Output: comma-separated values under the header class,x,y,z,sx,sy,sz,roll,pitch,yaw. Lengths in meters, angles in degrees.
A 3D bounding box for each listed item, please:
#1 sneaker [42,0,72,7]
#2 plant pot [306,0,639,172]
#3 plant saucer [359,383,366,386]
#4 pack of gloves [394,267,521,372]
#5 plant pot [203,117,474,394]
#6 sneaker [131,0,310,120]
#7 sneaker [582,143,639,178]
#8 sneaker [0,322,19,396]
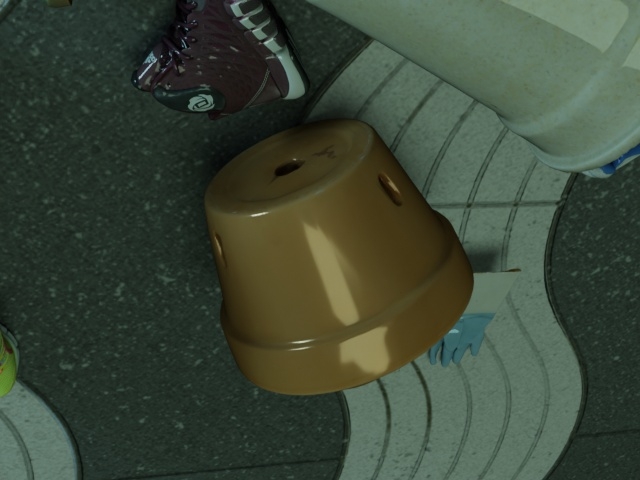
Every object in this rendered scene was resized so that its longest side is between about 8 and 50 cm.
class,x,y,z,sx,sy,sz,roll,pitch,yaw
sneaker,-0.282,-0.296,0.953,0.086,0.064,0.192,-7,132,-2
plant pot,0.158,-0.267,0.971,0.306,0.333,0.333,19,123,-18
plant saucer,0.019,0.145,1.423,0.200,0.037,0.200,-3,140,-2
pack of gloves,0.145,0.100,1.464,0.195,0.046,0.232,-3,141,-15
plant pot,0.000,0.000,1.177,0.291,0.291,0.203,-23,116,2
sneaker,-0.132,-0.215,1.043,0.163,0.106,0.281,-25,134,8
sneaker,0.347,-0.213,1.107,0.130,0.236,0.322,19,122,-31
sneaker,-0.409,0.128,1.259,0.082,0.094,0.208,-14,134,-8
